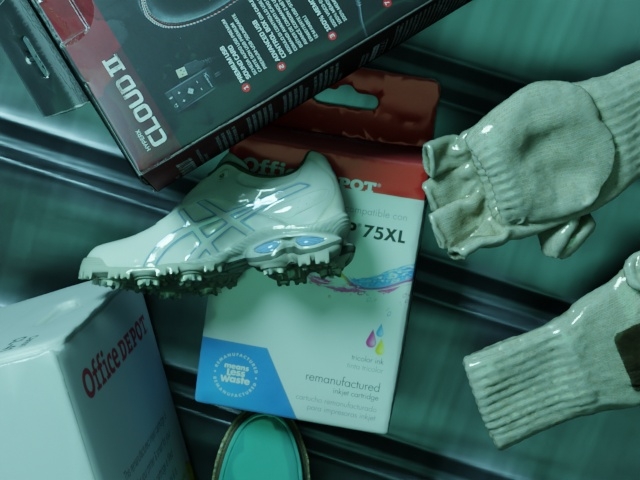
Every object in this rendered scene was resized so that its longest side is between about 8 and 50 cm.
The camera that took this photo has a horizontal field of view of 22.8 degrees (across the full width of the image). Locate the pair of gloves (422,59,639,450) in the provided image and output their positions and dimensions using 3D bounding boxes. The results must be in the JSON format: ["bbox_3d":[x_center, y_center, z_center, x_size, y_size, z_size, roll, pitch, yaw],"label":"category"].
[{"bbox_3d":[0.178,0.007,1.026,0.204,0.042,0.240,-17,109,-9],"label":"pair of gloves"}]

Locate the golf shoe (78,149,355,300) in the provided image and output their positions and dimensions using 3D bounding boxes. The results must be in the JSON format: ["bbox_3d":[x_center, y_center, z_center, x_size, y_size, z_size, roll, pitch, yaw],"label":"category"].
[{"bbox_3d":[-0.067,-0.010,1.003,0.176,0.069,0.086,-8,78,8],"label":"golf shoe"}]

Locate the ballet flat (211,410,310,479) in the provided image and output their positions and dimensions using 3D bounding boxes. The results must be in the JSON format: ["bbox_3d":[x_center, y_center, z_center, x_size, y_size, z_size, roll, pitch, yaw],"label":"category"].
[{"bbox_3d":[-0.040,0.214,1.108,0.073,0.067,0.206,1,91,3],"label":"ballet flat"}]

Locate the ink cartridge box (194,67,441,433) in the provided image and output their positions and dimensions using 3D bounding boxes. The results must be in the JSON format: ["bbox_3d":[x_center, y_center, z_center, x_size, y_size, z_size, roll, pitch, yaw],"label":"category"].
[{"bbox_3d":[0.000,0.000,1.058,0.134,0.078,0.231,9,101,5],"label":"ink cartridge box"}]

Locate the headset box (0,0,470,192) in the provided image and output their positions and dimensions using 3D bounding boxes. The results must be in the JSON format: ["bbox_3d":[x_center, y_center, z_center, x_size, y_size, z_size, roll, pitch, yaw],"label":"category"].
[{"bbox_3d":[-0.063,-0.182,0.967,0.293,0.110,0.218,-32,87,-3],"label":"headset box"}]

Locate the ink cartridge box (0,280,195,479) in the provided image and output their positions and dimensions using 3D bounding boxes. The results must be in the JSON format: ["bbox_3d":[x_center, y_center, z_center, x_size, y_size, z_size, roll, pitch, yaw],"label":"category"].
[{"bbox_3d":[-0.157,0.198,1.041,0.131,0.226,0.306,-15,98,8],"label":"ink cartridge box"}]
